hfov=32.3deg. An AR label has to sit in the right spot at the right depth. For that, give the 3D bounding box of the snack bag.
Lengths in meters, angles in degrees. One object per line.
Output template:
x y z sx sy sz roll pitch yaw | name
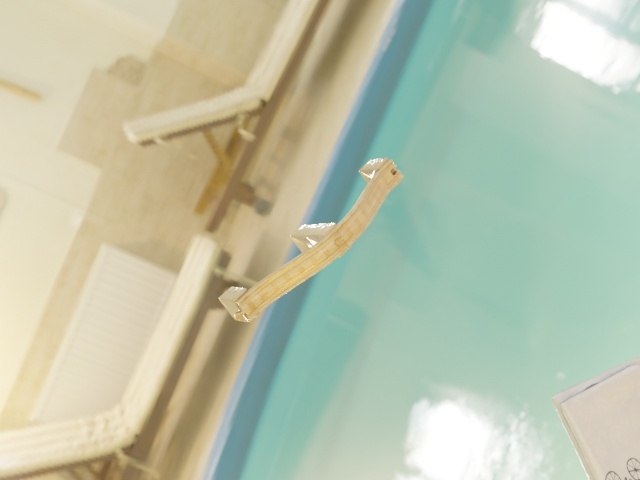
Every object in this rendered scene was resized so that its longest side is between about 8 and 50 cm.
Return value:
0.520 0.316 1.591 0.037 0.343 0.323 -39 72 54 | snack bag

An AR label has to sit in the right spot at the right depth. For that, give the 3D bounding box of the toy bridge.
0.000 0.000 0.877 0.188 0.026 0.063 -43 19 -22 | toy bridge
